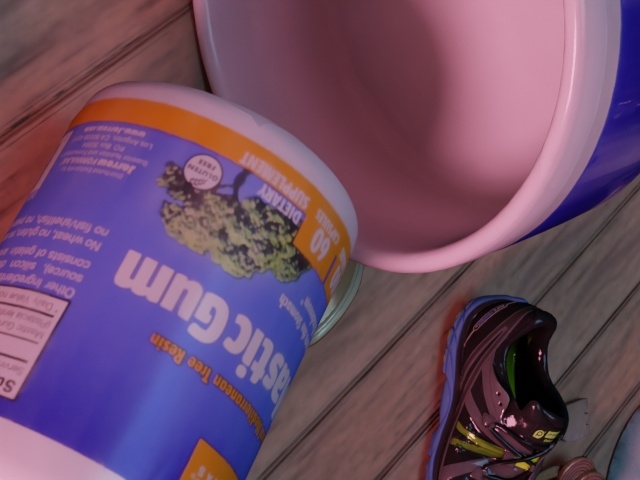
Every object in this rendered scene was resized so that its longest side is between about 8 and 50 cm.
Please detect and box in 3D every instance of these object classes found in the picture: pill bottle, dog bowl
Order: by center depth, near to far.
[{"bbox_3d":[-0.100,0.075,0.677,0.152,0.152,0.272,43,60,-35],"label":"pill bottle"},{"bbox_3d":[0.056,-0.123,0.750,0.104,0.265,0.265,-18,102,-40],"label":"dog bowl"}]

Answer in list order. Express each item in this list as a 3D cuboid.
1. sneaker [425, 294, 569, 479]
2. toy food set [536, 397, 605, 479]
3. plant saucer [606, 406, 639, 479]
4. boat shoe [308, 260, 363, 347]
[{"bbox_3d":[0.115,0.128,0.937,0.067,0.078,0.188,10,83,-44],"label":"sneaker"},{"bbox_3d":[0.171,0.216,1.018,0.132,0.038,0.192,-13,98,-44],"label":"toy food set"},{"bbox_3d":[0.287,0.209,1.133,0.195,0.037,0.195,2,88,-45],"label":"plant saucer"},{"bbox_3d":[0.000,0.000,0.851,0.045,0.050,0.135,45,50,-31],"label":"boat shoe"}]
